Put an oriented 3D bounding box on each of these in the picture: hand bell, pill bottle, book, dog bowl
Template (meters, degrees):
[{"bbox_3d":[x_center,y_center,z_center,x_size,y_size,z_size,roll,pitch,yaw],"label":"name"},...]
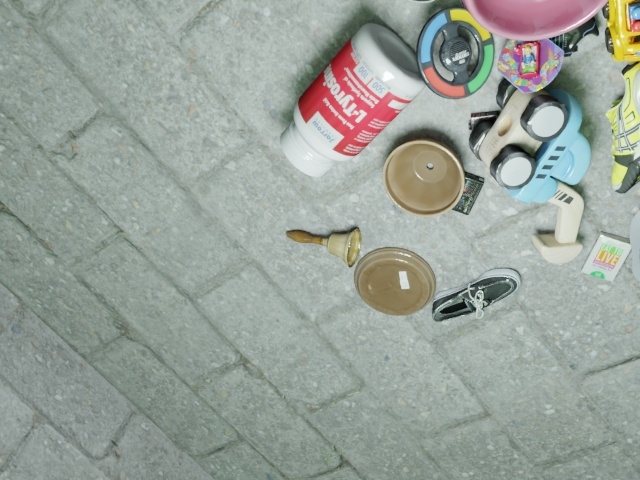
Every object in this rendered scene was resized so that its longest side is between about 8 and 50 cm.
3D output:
[{"bbox_3d":[0.000,0.000,2.189,0.241,0.126,0.126,13,126,22],"label":"hand bell"},{"bbox_3d":[0.074,-0.365,1.831,0.229,0.229,0.407,39,124,-12],"label":"pill bottle"},{"bbox_3d":[0.855,0.048,2.016,0.096,0.035,0.144,17,127,8],"label":"book"},{"bbox_3d":[0.486,-0.625,1.502,0.407,0.151,0.408,3,147,2],"label":"dog bowl"}]

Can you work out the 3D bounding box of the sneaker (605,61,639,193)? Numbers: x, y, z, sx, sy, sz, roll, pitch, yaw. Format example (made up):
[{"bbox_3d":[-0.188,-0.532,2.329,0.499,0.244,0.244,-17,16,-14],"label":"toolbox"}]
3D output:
[{"bbox_3d":[0.821,-0.294,1.750,0.147,0.145,0.385,35,143,32],"label":"sneaker"}]

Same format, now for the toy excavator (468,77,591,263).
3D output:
[{"bbox_3d":[0.619,-0.170,1.829,0.444,0.222,0.433,20,115,-20],"label":"toy excavator"}]

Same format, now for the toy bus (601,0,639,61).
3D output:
[{"bbox_3d":[0.748,-0.507,1.566,0.149,0.211,0.220,-9,122,19],"label":"toy bus"}]

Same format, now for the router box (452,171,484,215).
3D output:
[{"bbox_3d":[0.420,-0.144,2.000,0.092,0.038,0.123,20,125,1],"label":"router box"}]

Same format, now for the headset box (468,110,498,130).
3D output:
[{"bbox_3d":[0.455,-0.323,1.875,0.083,0.032,0.062,-4,122,16],"label":"headset box"}]

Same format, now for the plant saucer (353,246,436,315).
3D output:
[{"bbox_3d":[0.244,0.146,2.241,0.277,0.041,0.278,7,123,11],"label":"plant saucer"}]

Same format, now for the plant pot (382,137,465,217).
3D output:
[{"bbox_3d":[0.307,-0.195,1.944,0.237,0.110,0.238,12,123,19],"label":"plant pot"}]

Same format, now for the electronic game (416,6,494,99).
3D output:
[{"bbox_3d":[0.347,-0.478,1.725,0.229,0.048,0.230,-4,102,-22],"label":"electronic game"}]

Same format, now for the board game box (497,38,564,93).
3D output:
[{"bbox_3d":[0.507,-0.447,1.656,0.133,0.033,0.169,-50,56,21],"label":"board game box"}]

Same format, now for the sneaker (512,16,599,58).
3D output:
[{"bbox_3d":[0.584,-0.488,1.700,0.232,0.081,0.090,-33,103,29],"label":"sneaker"}]

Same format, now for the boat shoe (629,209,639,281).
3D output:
[{"bbox_3d":[0.950,0.003,1.921,0.096,0.088,0.268,23,140,48],"label":"boat shoe"}]

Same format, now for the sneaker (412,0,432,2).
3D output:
[{"bbox_3d":[0.163,-0.667,1.658,0.295,0.147,0.105,32,123,-8],"label":"sneaker"}]

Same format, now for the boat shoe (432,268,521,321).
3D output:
[{"bbox_3d":[0.494,0.185,2.157,0.306,0.105,0.113,-19,116,25],"label":"boat shoe"}]
